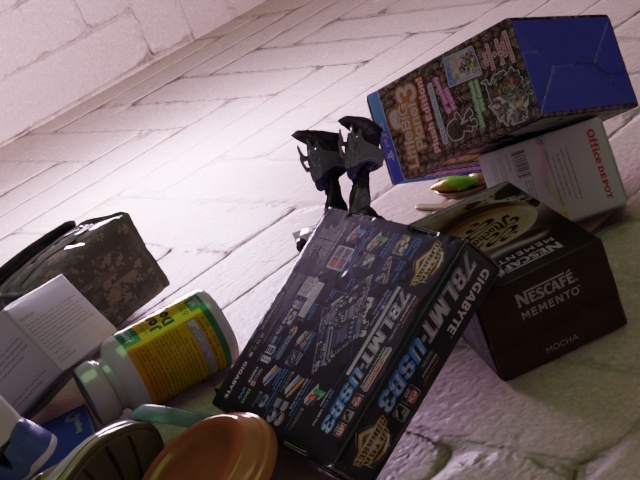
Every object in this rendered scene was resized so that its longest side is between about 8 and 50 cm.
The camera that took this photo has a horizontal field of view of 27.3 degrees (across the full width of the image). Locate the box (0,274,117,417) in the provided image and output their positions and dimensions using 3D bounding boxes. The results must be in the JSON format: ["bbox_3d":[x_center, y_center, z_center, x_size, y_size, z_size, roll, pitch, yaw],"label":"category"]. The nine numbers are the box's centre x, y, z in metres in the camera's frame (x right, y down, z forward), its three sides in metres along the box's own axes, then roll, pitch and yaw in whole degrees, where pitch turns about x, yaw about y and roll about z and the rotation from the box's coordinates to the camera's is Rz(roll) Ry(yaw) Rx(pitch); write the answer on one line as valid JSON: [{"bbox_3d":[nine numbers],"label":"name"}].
[{"bbox_3d":[-0.409,0.166,1.826,0.181,0.119,0.182,-45,-1,22],"label":"box"}]

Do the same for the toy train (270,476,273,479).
[{"bbox_3d":[-0.083,0.265,1.516,0.017,0.024,0.083,-33,23,-28],"label":"toy train"}]

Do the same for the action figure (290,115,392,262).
[{"bbox_3d":[0.037,-0.026,1.846,0.185,0.285,0.099,-22,-23,37],"label":"action figure"}]

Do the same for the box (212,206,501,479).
[{"bbox_3d":[0.032,0.114,1.531,0.293,0.073,0.296,15,71,57],"label":"box"}]

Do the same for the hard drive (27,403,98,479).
[{"bbox_3d":[-0.426,0.329,1.682,0.318,0.040,0.210,-26,20,-10],"label":"hard drive"}]

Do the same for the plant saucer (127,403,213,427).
[{"bbox_3d":[-0.178,0.219,1.627,0.119,0.021,0.119,9,-8,1],"label":"plant saucer"}]

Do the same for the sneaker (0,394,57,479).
[{"bbox_3d":[-0.490,0.242,1.606,0.315,0.182,0.127,-26,17,21],"label":"sneaker"}]

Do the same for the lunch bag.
[{"bbox_3d":[-0.426,0.082,2.138,0.235,0.169,0.287,-41,19,-34],"label":"lunch bag"}]

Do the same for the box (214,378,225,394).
[{"bbox_3d":[-0.021,0.154,1.738,0.164,0.021,0.201,1,31,47],"label":"box"}]

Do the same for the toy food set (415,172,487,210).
[{"bbox_3d":[0.240,-0.109,2.109,0.132,0.039,0.192,-1,29,45],"label":"toy food set"}]

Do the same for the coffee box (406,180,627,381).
[{"bbox_3d":[0.229,0.040,1.626,0.168,0.119,0.297,-24,20,-7],"label":"coffee box"}]

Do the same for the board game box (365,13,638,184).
[{"bbox_3d":[0.256,-0.199,1.877,0.232,0.141,0.291,-10,-9,-43],"label":"board game box"}]

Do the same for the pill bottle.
[{"bbox_3d":[-0.225,0.162,1.787,0.208,0.118,0.117,-29,21,-18],"label":"pill bottle"}]

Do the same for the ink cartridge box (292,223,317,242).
[{"bbox_3d":[0.000,0.000,2.066,0.083,0.048,0.028,-18,20,13],"label":"ink cartridge box"}]

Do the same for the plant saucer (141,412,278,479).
[{"bbox_3d":[-0.136,0.266,1.465,0.200,0.037,0.200,-32,27,19],"label":"plant saucer"}]

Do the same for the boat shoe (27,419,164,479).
[{"bbox_3d":[-0.303,0.305,1.512,0.103,0.113,0.302,-4,25,38],"label":"boat shoe"}]

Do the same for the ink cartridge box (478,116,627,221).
[{"bbox_3d":[0.320,-0.082,1.815,0.175,0.128,0.072,-18,-2,10],"label":"ink cartridge box"}]
